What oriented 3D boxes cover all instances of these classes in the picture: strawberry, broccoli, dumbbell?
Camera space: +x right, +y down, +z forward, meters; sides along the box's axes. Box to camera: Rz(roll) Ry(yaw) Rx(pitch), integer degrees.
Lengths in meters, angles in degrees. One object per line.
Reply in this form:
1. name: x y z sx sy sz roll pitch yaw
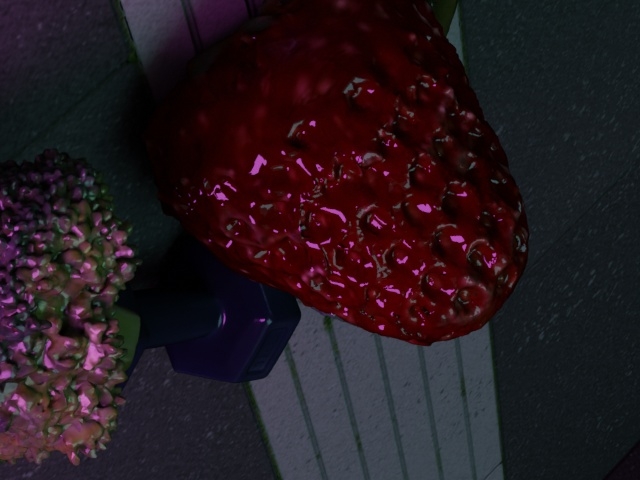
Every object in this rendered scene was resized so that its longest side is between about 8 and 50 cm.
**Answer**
1. strawberry: 0.037 -0.063 1.702 0.317 0.345 0.295 -30 153 -37
2. broccoli: -0.261 0.071 1.482 0.260 0.288 0.235 46 44 -29
3. dumbbell: -0.163 0.075 1.782 0.325 0.160 0.144 -6 100 -55

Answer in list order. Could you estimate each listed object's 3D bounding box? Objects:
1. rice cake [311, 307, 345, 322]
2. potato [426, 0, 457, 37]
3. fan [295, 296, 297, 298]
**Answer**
1. rice cake: 0.058 0.067 2.237 0.085 0.040 0.226 -55 156 6
2. potato: 0.092 -0.242 1.842 0.085 0.105 0.188 -35 152 -26
3. fan: 0.000 0.000 2.103 0.113 0.005 0.175 -35 150 -30
